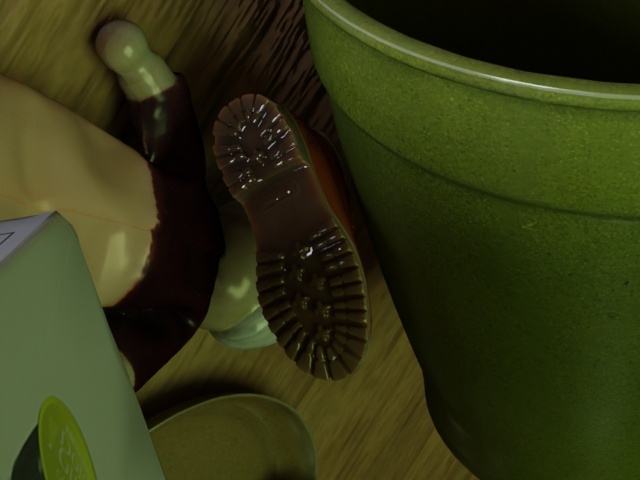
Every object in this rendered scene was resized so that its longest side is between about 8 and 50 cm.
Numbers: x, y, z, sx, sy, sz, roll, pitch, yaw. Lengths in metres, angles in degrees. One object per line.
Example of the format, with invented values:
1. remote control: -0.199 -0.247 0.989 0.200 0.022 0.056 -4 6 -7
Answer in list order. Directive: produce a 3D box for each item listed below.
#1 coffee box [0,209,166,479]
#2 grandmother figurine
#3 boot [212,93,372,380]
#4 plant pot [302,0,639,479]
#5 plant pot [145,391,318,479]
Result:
1. coffee box: -0.234 0.222 0.421 0.334 0.338 0.337 -55 134 -59
2. grandmother figurine: -0.112 -0.011 0.728 0.342 0.104 0.207 26 76 -56
3. boot: 0.000 0.000 0.754 0.059 0.157 0.085 -23 164 21
4. plant pot: 0.172 -0.035 0.801 0.366 0.366 0.353 -31 135 -29
5. plant pot: -0.100 0.199 0.944 0.236 0.032 0.236 -26 133 -32
